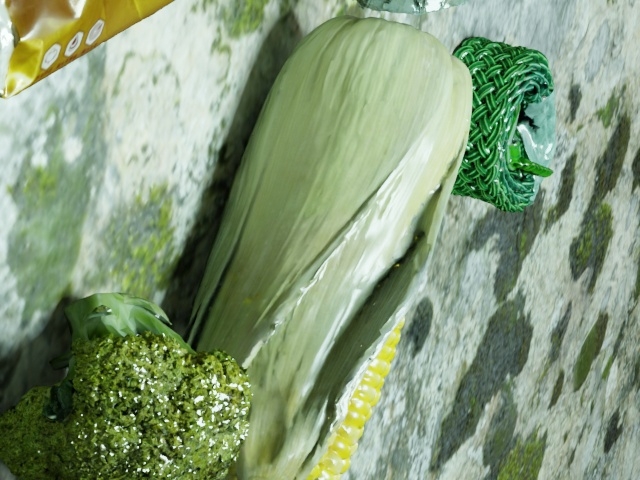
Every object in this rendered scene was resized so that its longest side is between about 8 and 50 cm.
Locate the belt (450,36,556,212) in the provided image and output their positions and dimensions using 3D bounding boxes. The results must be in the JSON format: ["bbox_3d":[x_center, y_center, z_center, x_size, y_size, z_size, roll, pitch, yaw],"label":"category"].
[{"bbox_3d":[0.142,-0.083,1.476,0.151,0.079,0.121,57,51,-63],"label":"belt"}]

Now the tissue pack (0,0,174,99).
[{"bbox_3d":[-0.100,-0.178,0.807,0.226,0.092,0.183,-45,143,-56],"label":"tissue pack"}]

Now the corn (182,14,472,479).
[{"bbox_3d":[-0.005,0.016,1.103,0.122,0.123,0.305,113,-4,-71],"label":"corn"}]

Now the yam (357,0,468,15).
[{"bbox_3d":[0.050,-0.232,1.122,0.107,0.107,0.183,-38,137,-57],"label":"yam"}]

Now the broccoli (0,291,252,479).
[{"bbox_3d":[-0.096,0.084,0.969,0.131,0.130,0.120,3,58,-41],"label":"broccoli"}]
